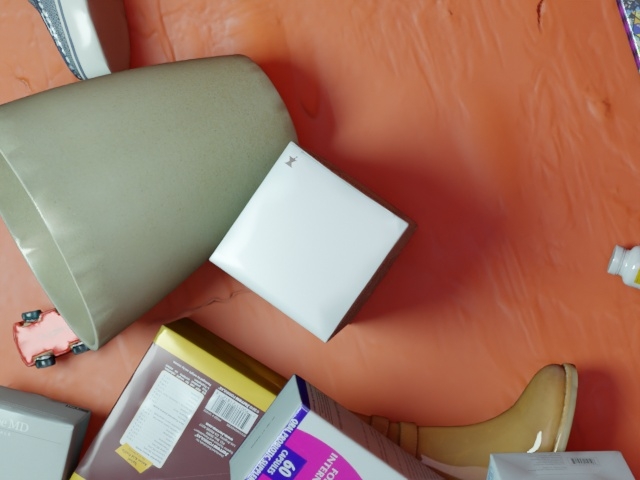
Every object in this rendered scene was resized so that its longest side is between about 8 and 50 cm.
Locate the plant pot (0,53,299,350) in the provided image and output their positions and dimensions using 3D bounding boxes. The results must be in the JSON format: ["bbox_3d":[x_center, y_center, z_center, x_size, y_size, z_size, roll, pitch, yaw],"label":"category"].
[{"bbox_3d":[-0.168,-0.070,1.446,0.274,0.256,0.256,-30,87,-17],"label":"plant pot"}]

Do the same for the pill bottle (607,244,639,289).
[{"bbox_3d":[0.337,0.031,1.486,0.083,0.043,0.043,18,92,5],"label":"pill bottle"}]

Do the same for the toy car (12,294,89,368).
[{"bbox_3d":[-0.369,0.109,1.555,0.225,0.053,0.239,37,93,5],"label":"toy car"}]

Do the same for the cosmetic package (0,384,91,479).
[{"bbox_3d":[-0.324,0.274,1.477,0.127,0.107,0.238,13,96,1],"label":"cosmetic package"}]

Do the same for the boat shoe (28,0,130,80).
[{"bbox_3d":[-0.316,-0.299,1.520,0.158,0.127,0.341,-19,81,12],"label":"boat shoe"}]

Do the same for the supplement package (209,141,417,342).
[{"bbox_3d":[0.000,0.000,1.419,0.139,0.244,0.134,35,94,5],"label":"supplement package"}]

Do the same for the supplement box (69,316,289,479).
[{"bbox_3d":[-0.119,0.213,1.491,0.191,0.129,0.194,32,94,4],"label":"supplement box"}]

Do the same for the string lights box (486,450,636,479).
[{"bbox_3d":[0.218,0.331,1.420,0.133,0.077,0.260,0,118,-10],"label":"string lights box"}]

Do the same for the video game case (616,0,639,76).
[{"bbox_3d":[0.429,-0.185,1.475,0.210,0.042,0.232,-18,89,6],"label":"video game case"}]

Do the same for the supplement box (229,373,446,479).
[{"bbox_3d":[0.034,0.242,1.368,0.220,0.114,0.111,35,95,-9],"label":"supplement box"}]

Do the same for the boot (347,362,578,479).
[{"bbox_3d":[0.117,0.213,1.481,0.220,0.109,0.283,27,106,-1],"label":"boot"}]
